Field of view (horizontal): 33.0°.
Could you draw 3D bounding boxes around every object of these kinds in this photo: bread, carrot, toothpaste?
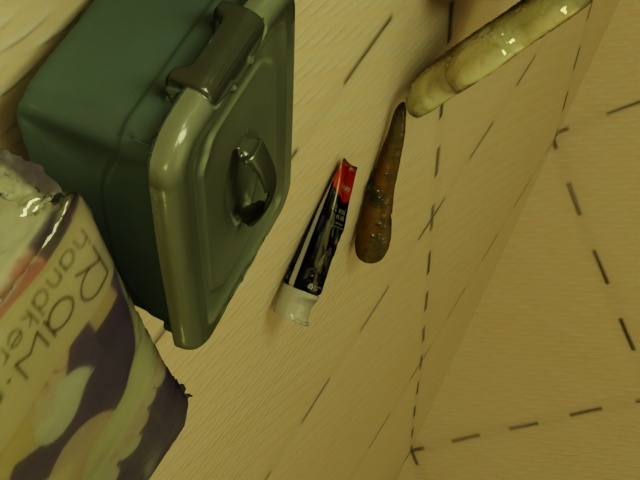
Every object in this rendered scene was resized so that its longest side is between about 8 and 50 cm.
[{"bbox_3d":[0.228,-0.247,1.275,0.316,0.054,0.316,-35,-175,4],"label":"bread"},{"bbox_3d":[0.080,-0.067,1.365,0.049,0.049,0.254,-45,153,-46],"label":"carrot"},{"bbox_3d":[0.000,0.000,1.233,0.193,0.045,0.071,-68,164,-1],"label":"toothpaste"}]

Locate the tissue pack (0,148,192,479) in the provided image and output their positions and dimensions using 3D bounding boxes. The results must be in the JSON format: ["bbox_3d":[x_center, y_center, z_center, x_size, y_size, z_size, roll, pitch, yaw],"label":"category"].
[{"bbox_3d":[-0.204,0.117,0.631,0.242,0.125,0.343,-56,163,-21],"label":"tissue pack"}]

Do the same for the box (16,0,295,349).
[{"bbox_3d":[-0.089,-0.052,0.679,0.227,0.130,0.162,95,19,-56],"label":"box"}]
